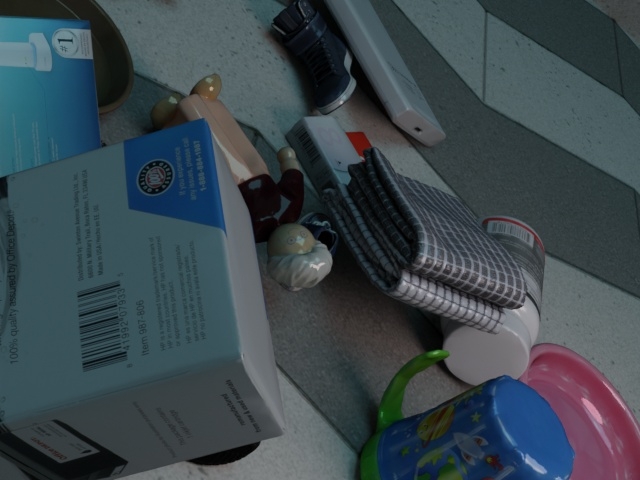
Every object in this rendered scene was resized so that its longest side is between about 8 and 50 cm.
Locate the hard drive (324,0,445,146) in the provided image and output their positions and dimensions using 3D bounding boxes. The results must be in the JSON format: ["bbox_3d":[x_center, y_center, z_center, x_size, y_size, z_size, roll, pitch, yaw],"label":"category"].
[{"bbox_3d":[0.103,-0.349,2.379,0.353,0.047,0.233,63,16,18],"label":"hard drive"}]

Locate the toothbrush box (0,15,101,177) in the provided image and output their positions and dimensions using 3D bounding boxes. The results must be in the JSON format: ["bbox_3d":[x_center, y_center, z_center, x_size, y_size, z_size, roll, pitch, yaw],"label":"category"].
[{"bbox_3d":[-0.401,-0.133,1.415,0.296,0.126,0.216,-6,89,-40],"label":"toothbrush box"}]

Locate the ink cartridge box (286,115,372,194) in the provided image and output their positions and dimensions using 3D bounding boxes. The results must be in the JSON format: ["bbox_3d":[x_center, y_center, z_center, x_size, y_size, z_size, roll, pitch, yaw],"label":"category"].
[{"bbox_3d":[0.066,-0.121,2.159,0.232,0.066,0.189,-12,67,-50],"label":"ink cartridge box"}]

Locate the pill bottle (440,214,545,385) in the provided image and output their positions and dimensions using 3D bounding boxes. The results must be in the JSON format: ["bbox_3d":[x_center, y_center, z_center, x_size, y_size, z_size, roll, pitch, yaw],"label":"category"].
[{"bbox_3d":[0.281,0.099,2.097,0.161,0.161,0.283,40,35,-16],"label":"pill bottle"}]

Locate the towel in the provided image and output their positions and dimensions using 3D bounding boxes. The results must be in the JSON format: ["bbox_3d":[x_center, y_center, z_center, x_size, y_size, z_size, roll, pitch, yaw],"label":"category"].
[{"bbox_3d":[0.160,-0.004,1.937,0.235,0.121,0.283,19,27,-35],"label":"towel"}]

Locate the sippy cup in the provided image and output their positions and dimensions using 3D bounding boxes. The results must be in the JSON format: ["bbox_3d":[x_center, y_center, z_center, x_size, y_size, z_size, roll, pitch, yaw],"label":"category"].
[{"bbox_3d":[0.211,0.305,1.737,0.305,0.224,0.240,46,29,-6],"label":"sippy cup"}]

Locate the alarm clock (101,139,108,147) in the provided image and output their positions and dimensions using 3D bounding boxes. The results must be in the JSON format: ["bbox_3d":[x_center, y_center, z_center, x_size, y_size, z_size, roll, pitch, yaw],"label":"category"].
[{"bbox_3d":[-0.293,-0.083,1.669,0.129,0.064,0.192,42,22,-23],"label":"alarm clock"}]

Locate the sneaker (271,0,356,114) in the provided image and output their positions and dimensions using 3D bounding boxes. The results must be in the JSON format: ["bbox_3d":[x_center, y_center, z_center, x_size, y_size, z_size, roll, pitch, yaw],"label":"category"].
[{"bbox_3d":[-0.016,-0.321,2.213,0.163,0.086,0.226,46,21,-26],"label":"sneaker"}]

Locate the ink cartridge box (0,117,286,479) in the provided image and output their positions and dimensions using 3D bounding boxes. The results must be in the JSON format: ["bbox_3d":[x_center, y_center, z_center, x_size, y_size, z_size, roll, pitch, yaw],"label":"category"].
[{"bbox_3d":[-0.258,0.083,1.238,0.166,0.395,0.285,68,8,-53],"label":"ink cartridge box"}]

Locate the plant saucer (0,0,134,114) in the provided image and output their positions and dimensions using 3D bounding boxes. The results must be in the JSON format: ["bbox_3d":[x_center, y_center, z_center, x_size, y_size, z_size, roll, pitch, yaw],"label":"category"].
[{"bbox_3d":[-0.384,-0.280,1.784,0.278,0.041,0.278,31,38,-28],"label":"plant saucer"}]

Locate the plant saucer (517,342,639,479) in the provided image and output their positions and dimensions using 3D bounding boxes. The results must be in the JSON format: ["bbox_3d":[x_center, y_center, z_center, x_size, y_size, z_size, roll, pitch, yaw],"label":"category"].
[{"bbox_3d":[0.415,0.328,2.103,0.332,0.084,0.332,31,38,-28],"label":"plant saucer"}]

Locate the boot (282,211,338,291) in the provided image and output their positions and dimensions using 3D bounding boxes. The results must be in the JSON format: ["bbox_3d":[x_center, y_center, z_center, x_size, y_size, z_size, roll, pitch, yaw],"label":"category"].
[{"bbox_3d":[0.000,0.000,1.925,0.069,0.086,0.190,42,34,-13],"label":"boot"}]

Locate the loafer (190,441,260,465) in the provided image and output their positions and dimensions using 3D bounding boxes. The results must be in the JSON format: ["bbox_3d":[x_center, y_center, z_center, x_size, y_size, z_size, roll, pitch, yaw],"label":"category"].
[{"bbox_3d":[-0.164,0.204,1.527,0.220,0.080,0.078,25,41,-34],"label":"loafer"}]

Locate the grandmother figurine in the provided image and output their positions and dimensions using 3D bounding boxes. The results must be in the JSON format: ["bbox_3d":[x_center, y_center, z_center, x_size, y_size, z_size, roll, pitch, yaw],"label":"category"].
[{"bbox_3d":[-0.108,-0.069,1.815,0.208,0.104,0.342,-34,74,-15],"label":"grandmother figurine"}]
